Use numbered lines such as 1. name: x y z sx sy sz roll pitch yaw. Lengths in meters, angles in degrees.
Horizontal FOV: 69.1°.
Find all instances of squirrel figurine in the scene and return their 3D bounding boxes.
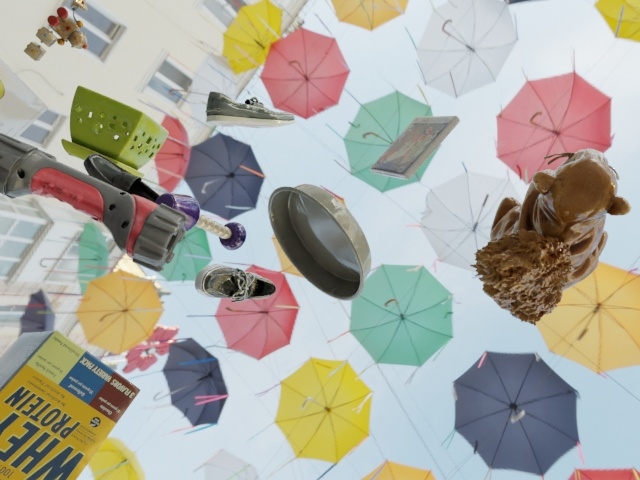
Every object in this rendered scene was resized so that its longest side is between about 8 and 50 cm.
1. squirrel figurine: 0.531 -0.005 1.060 0.281 0.370 0.397 31 -107 17

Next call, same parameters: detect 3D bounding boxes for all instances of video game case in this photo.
1. video game case: 0.238 -0.245 1.203 0.201 0.023 0.183 -49 -155 -4

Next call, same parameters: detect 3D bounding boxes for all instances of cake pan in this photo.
1. cake pan: 0.000 0.000 1.017 0.293 0.293 0.054 39 -121 24

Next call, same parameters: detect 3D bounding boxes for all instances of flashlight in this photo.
1. flashlight: -0.362 -0.055 0.705 0.304 0.103 0.103 24 -95 -8

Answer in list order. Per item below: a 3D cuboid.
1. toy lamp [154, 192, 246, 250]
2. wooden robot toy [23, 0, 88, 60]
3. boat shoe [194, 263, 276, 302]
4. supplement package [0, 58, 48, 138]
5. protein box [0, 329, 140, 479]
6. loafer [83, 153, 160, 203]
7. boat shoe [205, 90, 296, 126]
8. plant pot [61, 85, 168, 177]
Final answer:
1. toy lamp: -0.247 -0.037 0.983 0.080 0.274 0.080 -4 -104 18
2. wooden robot toy: -0.535 -0.434 0.984 0.173 0.079 0.076 -49 -156 -8
3. boat shoe: -0.265 0.149 1.512 0.105 0.306 0.113 10 -98 35
4. supplement package: -0.747 -0.319 0.918 0.198 0.263 0.199 35 -104 13
5. protein box: -0.382 0.236 0.598 0.201 0.136 0.200 -13 -143 47
6. loafer: -0.454 -0.131 1.102 0.223 0.076 0.078 41 -52 -11
7. boat shoe: -0.211 -0.411 1.469 0.116 0.319 0.099 3 -81 52
8. plant pot: -0.656 -0.324 1.478 0.228 0.227 0.207 22 -92 3
